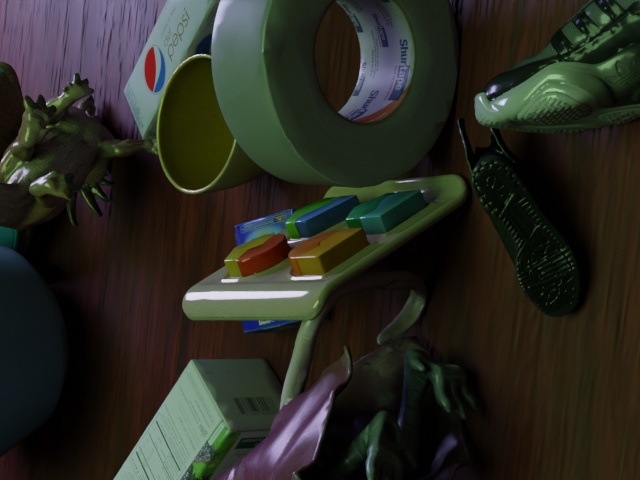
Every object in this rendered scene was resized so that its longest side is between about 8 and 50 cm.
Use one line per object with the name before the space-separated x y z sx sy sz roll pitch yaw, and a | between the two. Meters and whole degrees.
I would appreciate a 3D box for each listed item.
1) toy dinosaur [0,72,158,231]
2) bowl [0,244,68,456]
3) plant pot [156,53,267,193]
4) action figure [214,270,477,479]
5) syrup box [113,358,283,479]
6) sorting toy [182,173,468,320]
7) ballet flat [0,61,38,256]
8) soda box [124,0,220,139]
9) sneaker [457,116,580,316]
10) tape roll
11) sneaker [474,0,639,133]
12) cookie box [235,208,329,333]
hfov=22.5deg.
toy dinosaur | -0.292 -0.071 1.724 0.127 0.296 0.200 53 134 0
bowl | -0.407 0.122 1.864 0.312 0.163 0.311 15 110 45
plant pot | -0.083 -0.109 1.567 0.134 0.095 0.134 -6 82 50
action figure | -0.052 0.220 1.392 0.370 0.248 0.275 -38 59 39
syrup box | -0.125 0.228 1.596 0.237 0.093 0.096 -57 49 31
sorting toy | 0.000 0.000 1.395 0.193 0.208 0.038 -3 118 50
ballet flat | -0.366 -0.091 1.859 0.116 0.124 0.342 31 153 16
soda box | -0.123 -0.195 1.613 0.216 0.074 0.069 -55 49 45
sneaker | 0.161 -0.025 1.302 0.051 0.089 0.170 -28 99 13
tape roll | 0.016 -0.155 1.357 0.072 0.219 0.219 5 91 50
sneaker | 0.224 -0.175 1.207 0.269 0.101 0.153 -17 74 42
cookie box | -0.038 0.031 1.546 0.092 0.040 0.107 -15 76 48
